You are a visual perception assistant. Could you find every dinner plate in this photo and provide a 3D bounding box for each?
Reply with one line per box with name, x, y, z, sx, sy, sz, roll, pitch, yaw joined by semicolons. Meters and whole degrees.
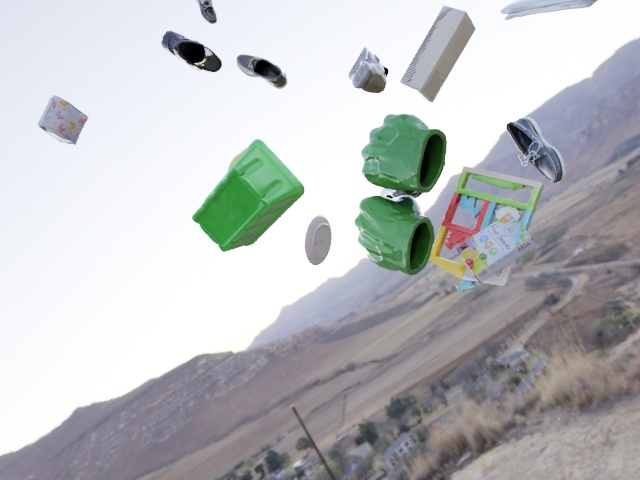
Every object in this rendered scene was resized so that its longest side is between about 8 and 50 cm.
dinner plate;0.000;0.000;1.343;0.017;0.141;0.141;7;18;33

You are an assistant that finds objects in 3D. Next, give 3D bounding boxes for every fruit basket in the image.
fruit basket;-0.238;-0.179;1.725;0.392;0.283;0.392;-43;3;2

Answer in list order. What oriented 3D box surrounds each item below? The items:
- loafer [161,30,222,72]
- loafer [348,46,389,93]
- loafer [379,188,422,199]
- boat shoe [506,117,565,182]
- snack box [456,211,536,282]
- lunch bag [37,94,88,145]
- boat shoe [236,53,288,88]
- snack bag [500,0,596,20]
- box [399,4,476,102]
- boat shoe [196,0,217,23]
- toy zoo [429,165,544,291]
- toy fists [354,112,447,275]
loafer;-0.358;-0.534;1.426;0.076;0.078;0.223;-62;-25;12
loafer;0.135;-0.458;1.361;0.094;0.087;0.251;-55;17;32
loafer;0.177;-0.092;1.211;0.084;0.096;0.267;-47;-7;-16
boat shoe;0.654;-0.275;1.505;0.079;0.254;0.095;-11;-26;-13
snack box;0.381;0.015;1.079;0.141;0.037;0.100;-36;36;14
lunch bag;-0.518;-0.241;0.982;0.083;0.053;0.071;49;-123;-70
boat shoe;-0.223;-0.642;1.827;0.081;0.228;0.068;-58;-16;-7
snack bag;0.544;-0.457;0.831;0.323;0.037;0.343;-32;27;-20
box;0.381;-0.601;1.600;0.113;0.094;0.275;19;-76;-55
boat shoe;-0.357;-0.737;1.541;0.046;0.125;0.038;-20;-10;-19
toy zoo;0.379;-0.017;1.163;0.030;0.192;0.293;20;-89;-55
toy fists;0.135;-0.081;0.867;0.096;0.142;0.279;-16;-61;-40
